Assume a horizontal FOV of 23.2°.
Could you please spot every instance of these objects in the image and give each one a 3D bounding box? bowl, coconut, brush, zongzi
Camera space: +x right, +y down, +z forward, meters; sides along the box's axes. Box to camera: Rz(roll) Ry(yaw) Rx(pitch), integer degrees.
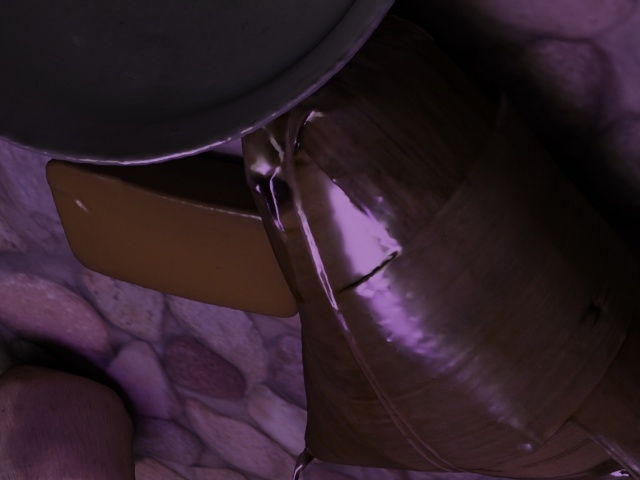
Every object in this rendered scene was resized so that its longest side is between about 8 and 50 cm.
[{"bbox_3d":[-0.072,-0.184,0.810,0.313,0.313,0.146,15,180,19],"label":"bowl"},{"bbox_3d":[-0.276,0.218,1.496,0.224,0.224,0.224,19,145,14],"label":"coconut"},{"bbox_3d":[-0.104,-0.014,1.185,0.197,0.059,0.123,14,141,19],"label":"brush"},{"bbox_3d":[0.000,0.000,1.035,0.418,0.181,0.447,-17,123,47],"label":"zongzi"}]
